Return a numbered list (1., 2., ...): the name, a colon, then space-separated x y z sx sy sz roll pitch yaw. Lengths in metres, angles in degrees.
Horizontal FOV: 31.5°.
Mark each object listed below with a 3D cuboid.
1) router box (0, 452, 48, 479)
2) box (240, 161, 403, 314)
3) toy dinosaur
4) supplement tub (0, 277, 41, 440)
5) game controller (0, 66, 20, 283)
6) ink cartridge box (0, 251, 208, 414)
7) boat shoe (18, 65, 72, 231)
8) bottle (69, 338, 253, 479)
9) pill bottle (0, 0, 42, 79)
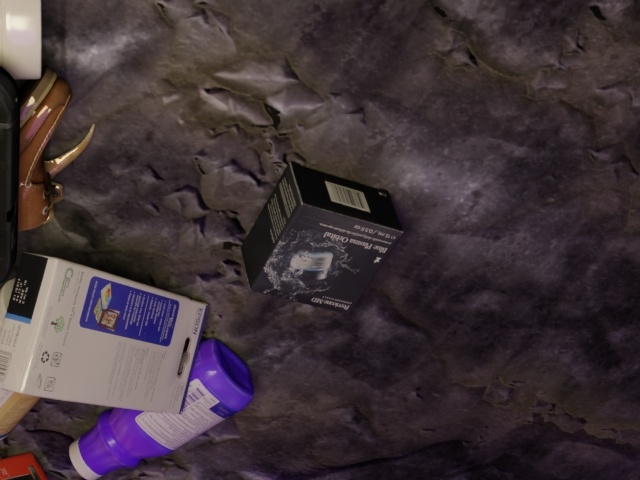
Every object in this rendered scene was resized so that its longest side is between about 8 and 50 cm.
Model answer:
1. router box: -0.591 0.475 1.668 0.301 0.082 0.335 -5 136 -48
2. box: 0.000 0.000 1.504 0.156 0.093 0.158 15 125 -25
3. toy dinosaur: -0.347 -0.071 1.377 0.183 0.053 0.093 -18 130 0
4. supplement tub: -0.419 0.159 1.490 0.144 0.144 0.200 29 117 -33
5. game controller: -0.400 -0.065 1.178 0.166 0.067 0.319 12 135 -5
6. ink cartridge box: -0.272 0.128 1.450 0.065 0.165 0.332 9 171 30
7. boat shoe: -0.355 -0.067 1.310 0.104 0.111 0.307 32 121 -18
8. bottle: -0.237 0.255 1.654 0.282 0.092 0.118 -33 129 13
9. pill bottle: -0.436 -0.228 1.144 0.301 0.169 0.169 -1 129 -14
